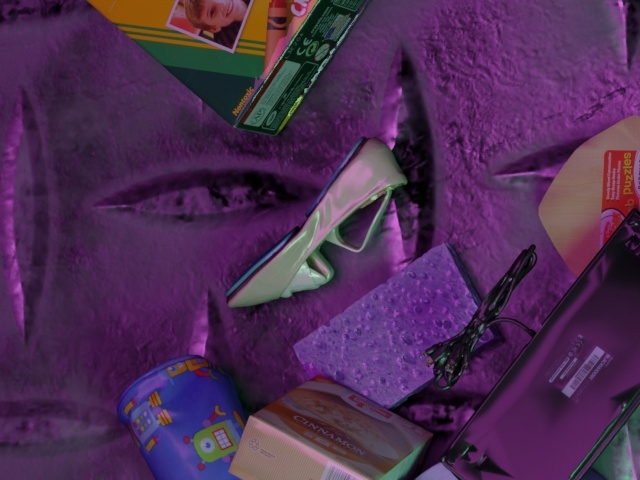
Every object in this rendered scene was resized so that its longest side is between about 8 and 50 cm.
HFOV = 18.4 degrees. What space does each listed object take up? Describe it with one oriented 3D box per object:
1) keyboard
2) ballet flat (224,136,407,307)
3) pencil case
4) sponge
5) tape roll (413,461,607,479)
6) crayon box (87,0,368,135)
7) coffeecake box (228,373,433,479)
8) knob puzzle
[{"bbox_3d":[0.228,0.107,1.933,0.201,0.033,0.317,38,90,20],"label":"keyboard"},{"bbox_3d":[0.000,0.000,2.107,0.248,0.086,0.086,-48,68,16],"label":"ballet flat"},{"bbox_3d":[-0.094,0.265,2.112,0.133,0.119,0.306,-29,70,-16],"label":"pencil case"},{"bbox_3d":[0.079,0.106,2.081,0.210,0.031,0.117,-35,72,21],"label":"sponge"},{"bbox_3d":[0.190,0.345,1.977,0.275,0.090,0.274,-1,87,28],"label":"tape roll"},{"bbox_3d":[-0.078,-0.351,2.147,0.313,0.106,0.363,41,105,23],"label":"crayon box"},{"bbox_3d":[0.014,0.213,1.993,0.142,0.185,0.068,26,108,15],"label":"coffeecake box"},{"bbox_3d":[0.312,-0.028,1.968,0.213,0.030,0.213,-1,87,27],"label":"knob puzzle"}]
